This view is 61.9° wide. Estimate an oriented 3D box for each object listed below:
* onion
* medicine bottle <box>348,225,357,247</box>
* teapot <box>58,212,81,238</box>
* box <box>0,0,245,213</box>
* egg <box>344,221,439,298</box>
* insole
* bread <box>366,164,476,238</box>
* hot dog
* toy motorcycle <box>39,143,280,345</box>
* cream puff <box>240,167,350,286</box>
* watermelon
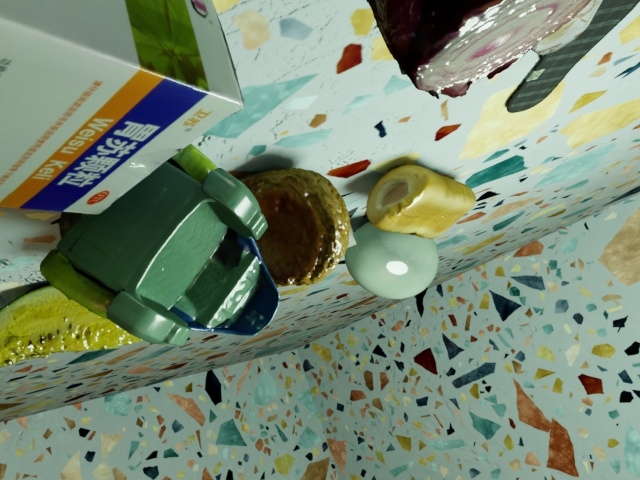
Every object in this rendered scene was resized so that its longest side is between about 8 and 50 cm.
[{"bbox_3d":[0.140,-0.210,0.385,0.218,0.139,0.195,-26,167,21],"label":"onion"},{"bbox_3d":[0.000,0.000,1.047,0.130,0.080,0.080,-22,165,5],"label":"medicine bottle"},{"bbox_3d":[-0.263,-0.027,0.645,0.110,0.085,0.080,-46,156,23],"label":"teapot"},{"bbox_3d":[-0.227,-0.111,0.331,0.200,0.106,0.299,-27,162,31],"label":"box"},{"bbox_3d":[0.155,0.038,1.176,0.183,0.182,0.264,-29,156,30],"label":"egg"},{"bbox_3d":[0.331,-0.256,0.698,0.110,0.012,0.309,-17,164,-15],"label":"insole"},{"bbox_3d":[0.191,-0.073,1.004,0.142,0.091,0.305,-47,155,20],"label":"bread"},{"bbox_3d":[0.246,-0.252,0.534,0.099,0.053,0.192,-21,168,9],"label":"hot dog"},{"bbox_3d":[-0.149,0.031,0.644,0.191,0.200,0.326,-55,169,-11],"label":"toy motorcycle"},{"bbox_3d":[-0.034,-0.033,0.799,0.183,0.183,0.169,-27,-173,25],"label":"cream puff"},{"bbox_3d":[-0.427,0.138,0.907,0.301,0.129,0.123,-5,157,-28],"label":"watermelon"}]
